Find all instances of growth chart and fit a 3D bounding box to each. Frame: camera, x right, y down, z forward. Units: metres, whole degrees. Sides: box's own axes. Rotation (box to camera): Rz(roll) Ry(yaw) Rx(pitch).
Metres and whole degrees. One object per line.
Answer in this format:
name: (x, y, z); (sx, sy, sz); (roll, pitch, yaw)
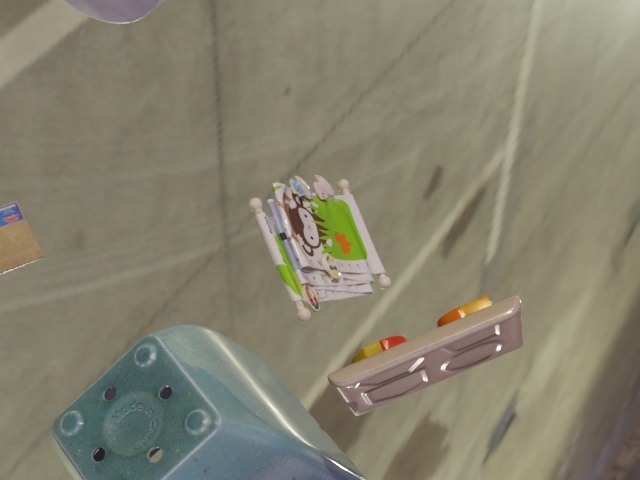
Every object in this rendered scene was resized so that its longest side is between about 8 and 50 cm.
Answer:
growth chart: (0.000, 0.000, 1.443); (0.021, 0.172, 0.237); (-31, 171, 29)

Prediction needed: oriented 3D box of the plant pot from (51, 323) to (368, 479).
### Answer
plant pot: (-0.143, 0.233, 1.342); (0.248, 0.247, 0.252); (-43, 145, -3)

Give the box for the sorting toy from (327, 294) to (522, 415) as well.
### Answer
sorting toy: (0.107, 0.112, 1.239); (0.193, 0.038, 0.208); (-23, 164, 2)

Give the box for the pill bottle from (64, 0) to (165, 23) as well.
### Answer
pill bottle: (-0.107, -0.391, 1.230); (0.407, 0.229, 0.229); (-50, 157, -36)

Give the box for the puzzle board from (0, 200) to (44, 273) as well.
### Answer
puzzle board: (-0.475, 0.006, 1.794); (0.128, 0.096, 0.011); (-22, 166, -27)
